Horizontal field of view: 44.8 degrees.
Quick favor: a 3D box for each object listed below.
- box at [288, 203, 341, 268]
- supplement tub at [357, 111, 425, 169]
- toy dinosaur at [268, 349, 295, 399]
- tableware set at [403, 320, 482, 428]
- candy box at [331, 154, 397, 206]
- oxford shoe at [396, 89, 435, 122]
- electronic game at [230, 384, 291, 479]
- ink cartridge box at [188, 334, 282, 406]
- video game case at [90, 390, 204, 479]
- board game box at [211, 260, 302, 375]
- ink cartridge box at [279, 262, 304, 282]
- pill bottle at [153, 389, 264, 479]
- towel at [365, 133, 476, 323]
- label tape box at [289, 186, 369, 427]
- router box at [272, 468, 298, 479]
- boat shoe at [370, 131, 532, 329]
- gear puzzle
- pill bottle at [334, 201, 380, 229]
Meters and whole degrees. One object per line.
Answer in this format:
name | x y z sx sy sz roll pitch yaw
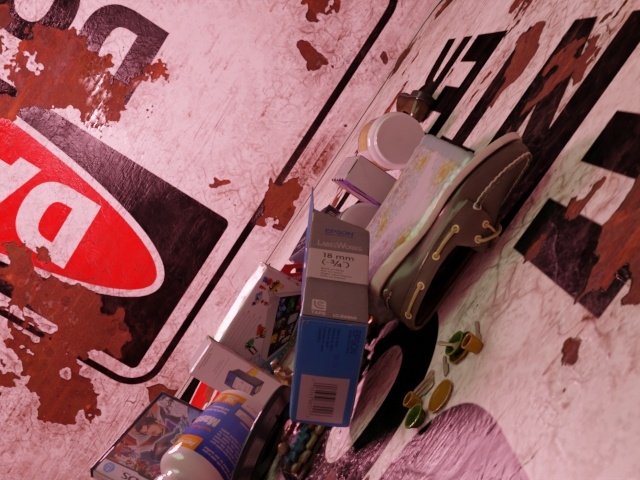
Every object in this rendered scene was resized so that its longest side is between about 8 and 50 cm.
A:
box | 0.000 0.000 2.254 0.158 0.093 0.156 -60 9 -22
supplement tub | 0.179 -0.249 1.966 0.144 0.144 0.200 -58 9 -1
toy dinosaur | -0.057 0.275 1.538 0.183 0.092 0.053 -33 23 20
tableware set | 0.155 0.174 1.009 0.154 0.024 0.104 -53 10 25
candy box | 0.121 -0.118 1.756 0.070 0.165 0.196 -57 8 -1
oxford shoe | 0.249 -0.368 2.214 0.096 0.083 0.227 -62 8 0
electronic game | -0.112 0.381 1.475 0.229 0.048 0.229 -66 -11 0
ink cartridge box | -0.198 0.321 1.836 0.093 0.212 0.154 -56 8 -6
video game case | -0.340 0.487 1.780 0.275 0.248 0.035 -49 -26 -49
board game box | -0.150 0.224 1.966 0.305 0.193 0.053 -57 31 4
ink cartridge box | -0.091 0.157 2.066 0.224 0.056 0.181 -51 -24 23
pill bottle | -0.223 0.439 1.557 0.272 0.152 0.152 -45 -3 -45
towel | 0.176 -0.035 1.440 0.320 0.090 0.374 -59 8 10
label tape box | 0.017 0.102 1.302 0.333 0.106 0.240 -85 2 -51
router box | -0.077 0.448 1.282 0.122 0.038 0.092 -58 9 -6
boat shoe | 0.206 -0.009 1.140 0.324 0.096 0.117 -51 -30 18
gear puzzle | 0.016 0.254 1.426 0.339 0.044 0.175 -58 8 -2
pill bottle | 0.065 0.002 1.767 0.130 0.130 0.246 -60 9 -18
